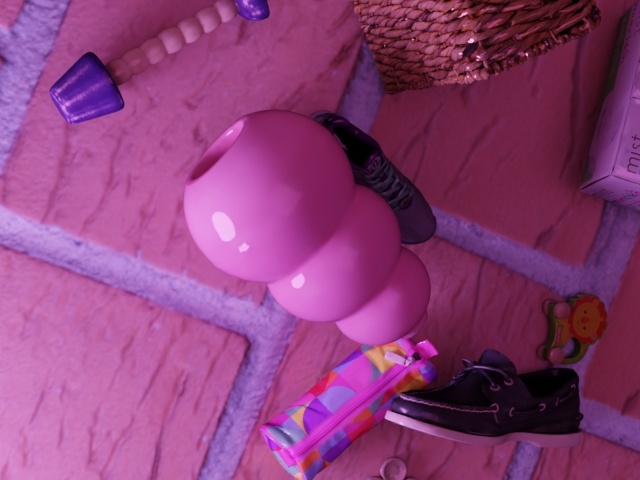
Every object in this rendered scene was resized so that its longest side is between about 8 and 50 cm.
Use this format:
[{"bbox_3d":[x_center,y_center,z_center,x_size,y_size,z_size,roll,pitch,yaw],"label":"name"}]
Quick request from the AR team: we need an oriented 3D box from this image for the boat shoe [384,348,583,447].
[{"bbox_3d":[0.220,0.194,1.450,0.340,0.127,0.113,11,92,-36],"label":"boat shoe"}]

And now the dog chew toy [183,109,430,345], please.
[{"bbox_3d":[0.000,0.000,1.368,0.332,0.206,0.206,41,82,-18],"label":"dog chew toy"}]

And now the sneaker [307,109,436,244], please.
[{"bbox_3d":[0.067,-0.072,1.437,0.224,0.098,0.083,41,82,-15],"label":"sneaker"}]

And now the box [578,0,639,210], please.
[{"bbox_3d":[0.490,-0.162,1.507,0.231,0.127,0.262,16,80,-5],"label":"box"}]

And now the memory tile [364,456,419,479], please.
[{"bbox_3d":[0.078,0.367,1.514,0.148,0.012,0.113,-41,104,-11],"label":"memory tile"}]

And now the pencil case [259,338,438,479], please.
[{"bbox_3d":[0.038,0.201,1.446,0.236,0.104,0.104,-39,103,-10],"label":"pencil case"}]

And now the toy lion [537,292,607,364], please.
[{"bbox_3d":[0.348,0.121,1.573,0.096,0.034,0.100,7,92,-25],"label":"toy lion"}]

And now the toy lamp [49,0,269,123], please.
[{"bbox_3d":[-0.190,-0.226,1.359,0.275,0.080,0.080,-33,102,-12],"label":"toy lamp"}]

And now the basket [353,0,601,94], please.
[{"bbox_3d":[0.171,-0.315,1.347,0.213,0.299,0.223,-26,101,-14],"label":"basket"}]
